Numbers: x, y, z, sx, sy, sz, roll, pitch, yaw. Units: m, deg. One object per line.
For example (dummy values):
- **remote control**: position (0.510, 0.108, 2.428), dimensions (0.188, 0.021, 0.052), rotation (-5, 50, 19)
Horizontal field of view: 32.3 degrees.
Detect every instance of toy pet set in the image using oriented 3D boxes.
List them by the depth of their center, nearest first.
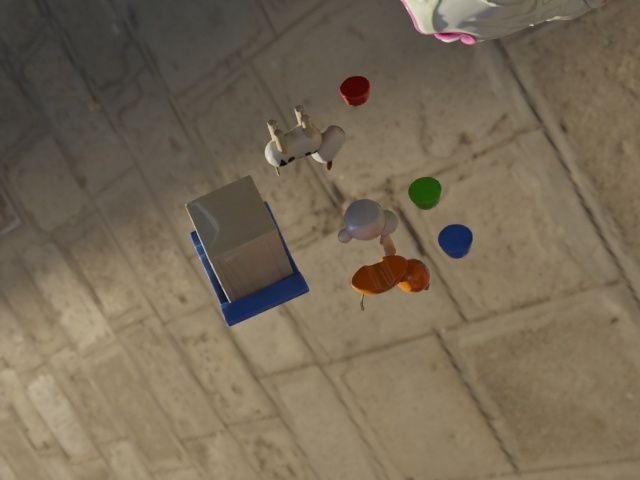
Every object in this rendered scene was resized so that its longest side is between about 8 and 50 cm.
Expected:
- **toy pet set**: position (0.000, 0.000, 0.529), dimensions (0.065, 0.114, 0.122), rotation (71, 174, -52)

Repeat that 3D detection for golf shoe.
- **golf shoe**: position (0.165, -0.235, 0.984), dimensions (0.140, 0.306, 0.115), rotation (-33, 80, 26)
